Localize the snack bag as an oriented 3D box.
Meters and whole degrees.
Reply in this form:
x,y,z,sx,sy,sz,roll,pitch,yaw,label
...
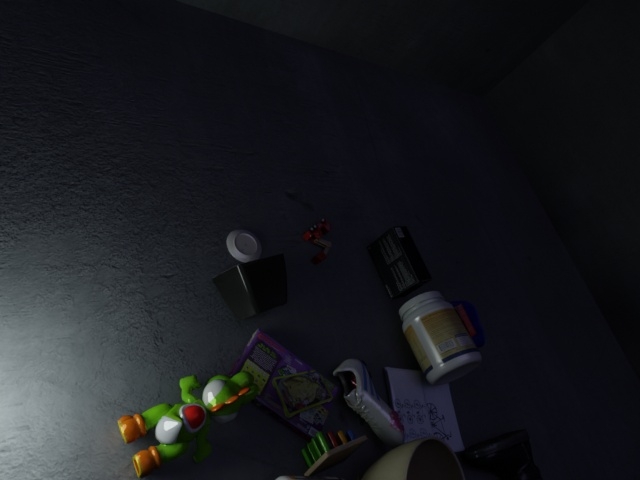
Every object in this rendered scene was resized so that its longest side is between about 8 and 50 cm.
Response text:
x,y,z,sx,sy,sz,roll,pitch,yaw,label
0.402,0.648,1.807,0.342,0.037,0.323,14,53,-30,snack bag

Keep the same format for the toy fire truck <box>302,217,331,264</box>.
x,y,z,sx,sy,sz,roll,pitch,yaw,label
0.000,0.000,1.945,0.135,0.047,0.192,49,43,1,toy fire truck

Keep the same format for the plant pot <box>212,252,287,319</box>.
x,y,z,sx,sy,sz,roll,pitch,yaw,label
-0.219,0.161,1.585,0.187,0.188,0.167,-14,83,-42,plant pot

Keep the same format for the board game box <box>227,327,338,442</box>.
x,y,z,sx,sy,sz,roll,pitch,yaw,label
-0.116,0.467,1.534,0.347,0.056,0.208,39,49,-9,board game box

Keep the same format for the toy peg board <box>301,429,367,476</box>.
x,y,z,sx,sy,sz,roll,pitch,yaw,label
0.032,0.633,1.458,0.161,0.161,0.079,-4,49,-39,toy peg board

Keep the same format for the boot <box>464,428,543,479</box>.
x,y,z,sx,sy,sz,roll,pitch,yaw,label
0.747,0.974,1.778,0.367,0.146,0.445,2,64,-35,boot

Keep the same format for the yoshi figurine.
x,y,z,sx,sy,sz,roll,pitch,yaw,label
-0.346,0.476,1.301,0.362,0.203,0.203,-22,34,-30,yoshi figurine

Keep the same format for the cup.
x,y,z,sx,sy,sz,roll,pitch,yaw,label
0.258,0.775,1.441,0.331,0.237,0.331,23,57,-41,cup

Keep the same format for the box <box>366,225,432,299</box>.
x,y,z,sx,sy,sz,roll,pitch,yaw,label
0.333,0.094,2.034,0.103,0.184,0.261,-4,64,-41,box

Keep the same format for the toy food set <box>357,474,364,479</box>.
x,y,z,sx,sy,sz,roll,pitch,yaw,label
0.160,0.796,1.533,0.122,0.019,0.078,23,49,-33,toy food set

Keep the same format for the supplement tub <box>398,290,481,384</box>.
x,y,z,sx,sy,sz,roll,pitch,yaw,label
0.464,0.382,1.884,0.228,0.228,0.316,3,50,-36,supplement tub

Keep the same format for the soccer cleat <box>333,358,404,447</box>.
x,y,z,sx,sy,sz,roll,pitch,yaw,label
0.153,0.563,1.620,0.143,0.116,0.331,-6,56,-50,soccer cleat

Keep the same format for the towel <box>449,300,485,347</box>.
x,y,z,sx,sy,sz,roll,pitch,yaw,label
0.604,0.373,2.123,0.308,0.076,0.227,3,58,-36,towel

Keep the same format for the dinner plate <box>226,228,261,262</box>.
x,y,z,sx,sy,sz,roll,pitch,yaw,label
-0.277,0.017,1.746,0.141,0.017,0.141,18,52,-25,dinner plate

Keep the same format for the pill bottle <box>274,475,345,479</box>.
x,y,z,sx,sy,sz,roll,pitch,yaw,label
0.001,0.752,1.337,0.278,0.162,0.162,17,52,-27,pill bottle

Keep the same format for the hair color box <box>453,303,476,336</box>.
x,y,z,sx,sy,sz,roll,pitch,yaw,label
0.600,0.350,2.041,0.043,0.072,0.141,-15,76,-40,hair color box
